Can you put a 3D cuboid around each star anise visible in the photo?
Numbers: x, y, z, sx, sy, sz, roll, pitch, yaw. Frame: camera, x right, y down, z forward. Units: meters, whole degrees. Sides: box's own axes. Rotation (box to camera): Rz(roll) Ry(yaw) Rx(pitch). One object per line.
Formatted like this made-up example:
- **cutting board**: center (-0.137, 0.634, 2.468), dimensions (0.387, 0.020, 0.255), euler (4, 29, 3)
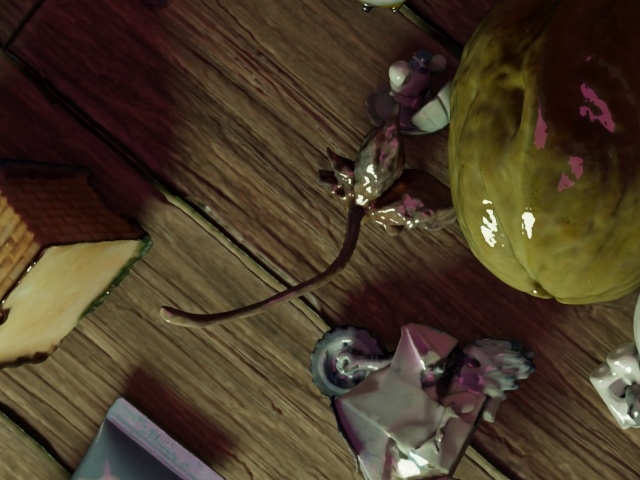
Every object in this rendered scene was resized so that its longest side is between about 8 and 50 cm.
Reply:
- **star anise**: center (0.000, 0.000, 1.157), dimensions (0.218, 0.148, 0.227), euler (15, 58, 16)

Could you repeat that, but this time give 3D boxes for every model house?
- **model house**: center (-0.296, 0.002, 1.233), dimensions (0.172, 0.166, 0.183), euler (48, 113, 17)

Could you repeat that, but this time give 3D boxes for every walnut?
- **walnut**: center (0.220, -0.085, 1.117), dimensions (0.227, 0.283, 0.283), euler (12, 95, 34)

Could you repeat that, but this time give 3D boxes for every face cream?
- **face cream**: center (-0.259, 0.343, 1.277), dimensions (0.135, 0.086, 0.385), euler (38, 92, 3)

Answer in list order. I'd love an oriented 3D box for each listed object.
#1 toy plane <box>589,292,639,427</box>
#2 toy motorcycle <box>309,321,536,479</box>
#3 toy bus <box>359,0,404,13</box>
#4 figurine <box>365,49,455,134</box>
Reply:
- **toy plane**: center (0.362, 0.126, 1.146), dimensions (0.252, 0.118, 0.252), euler (14, 130, 18)
- **toy motorcycle**: center (0.116, 0.167, 1.206), dimensions (0.204, 0.108, 0.239), euler (-25, 90, 7)
- **toy bus**: center (0.157, -0.353, 1.145), dimensions (0.386, 0.162, 0.171), euler (-30, 91, 8)
- **figurine**: center (0.092, -0.140, 1.197), dimensions (0.082, 0.086, 0.094), euler (37, 56, 10)
